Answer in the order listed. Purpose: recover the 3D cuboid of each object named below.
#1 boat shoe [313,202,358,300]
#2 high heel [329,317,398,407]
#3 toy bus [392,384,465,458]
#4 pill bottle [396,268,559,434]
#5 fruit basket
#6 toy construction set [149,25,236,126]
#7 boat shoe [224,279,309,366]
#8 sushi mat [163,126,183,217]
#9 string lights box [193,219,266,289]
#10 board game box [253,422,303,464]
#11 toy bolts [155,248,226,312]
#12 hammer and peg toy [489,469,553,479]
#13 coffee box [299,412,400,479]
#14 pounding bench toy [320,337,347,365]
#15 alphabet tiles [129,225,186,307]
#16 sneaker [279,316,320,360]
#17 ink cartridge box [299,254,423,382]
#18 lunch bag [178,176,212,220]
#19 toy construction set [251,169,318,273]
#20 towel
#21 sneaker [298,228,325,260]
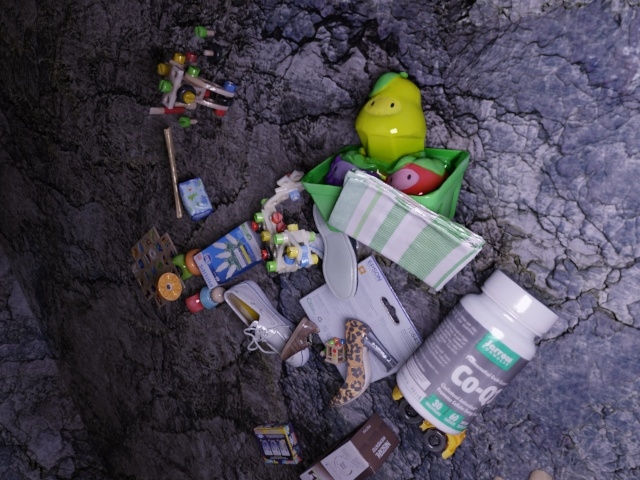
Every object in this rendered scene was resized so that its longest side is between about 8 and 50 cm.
[{"bbox_3d":[0.062,0.019,1.415,0.114,0.091,0.302,-13,81,33],"label":"boat shoe"},{"bbox_3d":[0.074,0.353,1.449,0.261,0.093,0.186,-45,79,21],"label":"high heel"},{"bbox_3d":[0.340,0.434,1.354,0.211,0.149,0.220,-43,78,20],"label":"toy bus"},{"bbox_3d":[0.362,0.255,1.173,0.204,0.204,0.361,41,102,20],"label":"pill bottle"},{"bbox_3d":[0.159,-0.204,1.224,0.392,0.283,0.392,22,133,26],"label":"fruit basket"},{"bbox_3d":[-0.452,-0.480,1.591,0.309,0.237,0.257,-33,83,39],"label":"toy construction set"},{"bbox_3d":[-0.199,0.293,1.687,0.367,0.156,0.136,50,126,15],"label":"boat shoe"},{"bbox_3d":[-0.525,-0.247,1.801,0.151,0.019,0.316,-134,37,-74],"label":"sushi mat"},{"bbox_3d":[-0.295,0.049,1.705,0.260,0.077,0.133,-31,84,25],"label":"string lights box"},{"bbox_3d":[-0.158,0.753,1.865,0.170,0.048,0.141,-18,91,39],"label":"board game box"},{"bbox_3d":[-0.450,0.162,1.824,0.159,0.218,0.228,-17,111,33],"label":"toy bolts"},{"bbox_3d":[0.496,0.775,1.333,0.266,0.127,0.361,53,127,12],"label":"hammer and peg toy"},{"bbox_3d":[0.090,0.692,1.586,0.119,0.168,0.297,50,127,14],"label":"coffee box"},{"bbox_3d":[0.036,0.324,1.500,0.083,0.052,0.065,10,108,34],"label":"pounding bench toy"},{"bbox_3d":[-0.680,0.115,2.086,0.343,0.011,0.285,-34,83,38],"label":"alphabet tiles"},{"bbox_3d":[-0.067,0.324,1.571,0.071,0.066,0.188,31,122,2],"label":"sneaker"},{"bbox_3d":[0.132,0.245,1.484,0.330,0.071,0.324,-35,81,36],"label":"ink cartridge box"},{"bbox_3d":[-0.446,-0.142,1.783,0.128,0.096,0.151,69,158,-1],"label":"lunch bag"},{"bbox_3d":[-0.106,-0.044,1.452,0.215,0.151,0.327,122,148,-51],"label":"toy construction set"},{"bbox_3d":[0.178,-0.017,1.150,0.325,0.038,0.248,31,150,5],"label":"towel"},{"bbox_3d":[0.000,0.000,1.519,0.191,0.071,0.082,31,107,23],"label":"sneaker"}]
